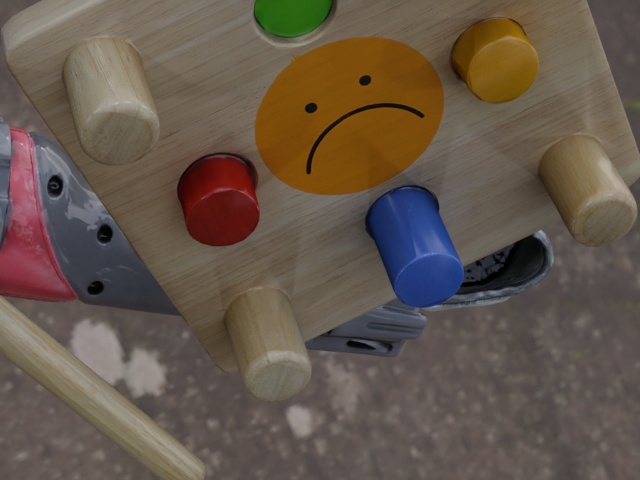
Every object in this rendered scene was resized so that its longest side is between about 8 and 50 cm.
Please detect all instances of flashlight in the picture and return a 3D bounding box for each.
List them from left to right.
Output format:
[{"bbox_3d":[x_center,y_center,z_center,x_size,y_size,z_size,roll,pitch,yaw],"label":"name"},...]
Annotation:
[{"bbox_3d":[-0.082,-0.005,0.933,0.304,0.103,0.103,7,67,-20],"label":"flashlight"}]

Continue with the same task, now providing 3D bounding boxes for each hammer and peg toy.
[{"bbox_3d":[-0.033,-0.038,0.807,0.266,0.361,0.127,59,7,-43],"label":"hammer and peg toy"}]

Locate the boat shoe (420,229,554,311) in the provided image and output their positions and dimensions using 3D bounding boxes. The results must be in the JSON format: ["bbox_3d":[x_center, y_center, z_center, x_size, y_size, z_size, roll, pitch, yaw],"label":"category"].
[{"bbox_3d":[0.000,0.004,1.064,0.306,0.105,0.113,6,104,-14],"label":"boat shoe"}]
